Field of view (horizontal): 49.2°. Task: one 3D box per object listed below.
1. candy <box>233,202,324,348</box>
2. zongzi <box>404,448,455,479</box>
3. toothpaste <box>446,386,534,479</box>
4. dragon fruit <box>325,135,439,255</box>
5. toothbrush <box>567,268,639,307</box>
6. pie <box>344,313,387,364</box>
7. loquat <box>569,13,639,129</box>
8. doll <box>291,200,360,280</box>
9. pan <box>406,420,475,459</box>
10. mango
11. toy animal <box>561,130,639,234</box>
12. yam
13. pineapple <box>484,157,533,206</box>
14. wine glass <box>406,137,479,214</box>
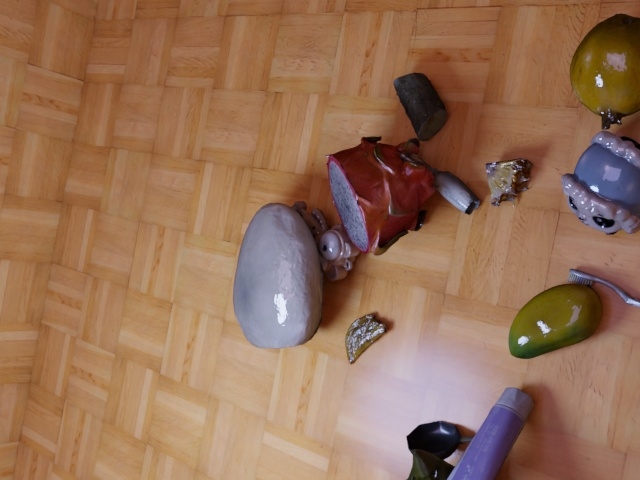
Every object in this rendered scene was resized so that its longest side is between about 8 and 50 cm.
[{"bbox_3d":[-0.138,0.104,1.985,0.386,0.186,0.427,17,103,57],"label":"candy"},{"bbox_3d":[0.222,0.597,1.678,0.251,0.274,0.125,-34,33,30],"label":"zongzi"},{"bbox_3d":[0.360,0.494,1.570,0.371,0.080,0.125,-49,27,-26],"label":"toothpaste"},{"bbox_3d":[0.165,-0.127,1.806,0.225,0.305,0.305,-23,66,-10],"label":"dragon fruit"},{"bbox_3d":[0.712,0.143,1.513,0.375,0.028,0.037,26,106,36],"label":"toothbrush"},{"bbox_3d":[0.117,0.261,1.933,0.170,0.034,0.092,-44,63,31],"label":"pie"},{"bbox_3d":[0.643,-0.355,1.513,0.213,0.213,0.246,9,85,36],"label":"loquat"},{"bbox_3d":[0.000,-0.002,2.000,0.278,0.119,0.154,36,119,40],"label":"doll"},{"bbox_3d":[0.307,0.507,1.709,0.202,0.128,0.048,5,120,50],"label":"pan"},{"bbox_3d":[0.529,0.182,1.605,0.237,0.091,0.137,-27,64,31],"label":"mango"},{"bbox_3d":[0.631,-0.124,1.526,0.208,0.156,0.204,45,107,35],"label":"toy animal"},{"bbox_3d":[0.266,-0.366,1.855,0.107,0.107,0.183,-36,64,28],"label":"yam"},{"bbox_3d":[0.449,-0.152,1.714,0.116,0.069,0.137,44,112,30],"label":"pineapple"},{"bbox_3d":[0.313,-0.162,1.816,0.262,0.074,0.074,48,112,29],"label":"wine glass"}]
